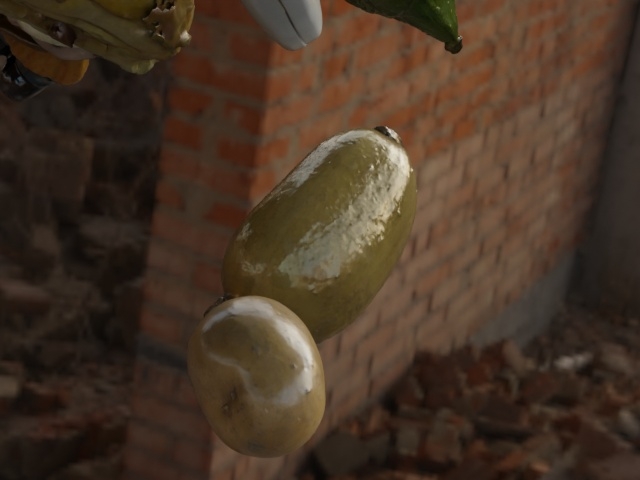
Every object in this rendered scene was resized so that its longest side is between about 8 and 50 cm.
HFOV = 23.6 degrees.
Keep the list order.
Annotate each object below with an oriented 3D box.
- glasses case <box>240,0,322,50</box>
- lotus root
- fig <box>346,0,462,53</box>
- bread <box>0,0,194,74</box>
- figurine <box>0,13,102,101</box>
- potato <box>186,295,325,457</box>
[{"bbox_3d":[-0.052,-0.193,0.857,0.049,0.197,0.076,-26,31,7],"label":"glasses case"},{"bbox_3d":[0.003,0.002,1.462,0.131,0.146,0.303,-2,41,50],"label":"lotus root"},{"bbox_3d":[0.119,-0.343,1.899,0.235,0.203,0.203,52,28,0],"label":"fig"},{"bbox_3d":[-0.194,-0.333,1.257,0.277,0.325,0.167,22,-23,-29],"label":"bread"},{"bbox_3d":[-0.277,-0.275,1.735,0.204,0.185,0.332,-36,7,-18],"label":"figurine"},{"bbox_3d":[-0.049,0.101,1.187,0.112,0.112,0.147,-2,34,-26],"label":"potato"}]
